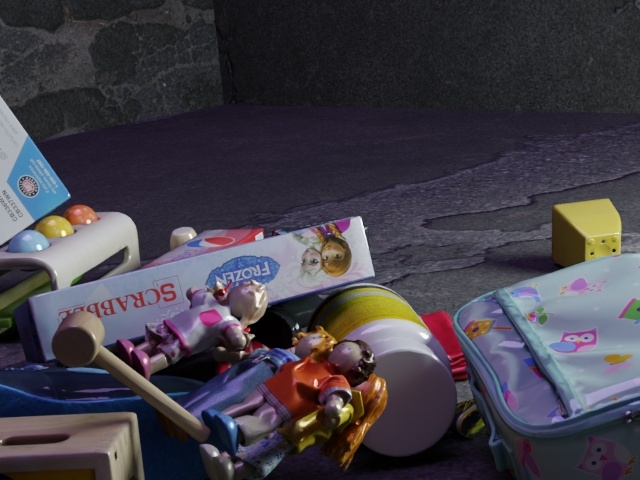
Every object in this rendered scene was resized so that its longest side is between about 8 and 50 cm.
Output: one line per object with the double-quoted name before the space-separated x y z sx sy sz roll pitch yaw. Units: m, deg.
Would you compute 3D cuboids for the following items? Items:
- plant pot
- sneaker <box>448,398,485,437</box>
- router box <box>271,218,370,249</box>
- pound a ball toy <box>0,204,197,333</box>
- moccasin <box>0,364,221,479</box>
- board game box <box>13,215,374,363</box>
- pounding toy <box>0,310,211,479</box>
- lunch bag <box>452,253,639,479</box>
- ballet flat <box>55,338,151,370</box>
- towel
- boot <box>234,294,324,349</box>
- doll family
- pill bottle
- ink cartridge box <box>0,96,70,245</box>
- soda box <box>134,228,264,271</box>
"plant pot" 0.356 0.000 1.774 0.081 0.081 0.083 -7 22 -8
"sneaker" 0.144 0.156 1.251 0.035 0.031 0.083 5 16 41
"router box" 0.000 0.000 2.014 0.122 0.038 0.092 -11 14 -25
"pound a ball toy" -0.303 0.026 1.800 0.208 0.136 0.319 -2 13 15
"moccasin" -0.242 0.175 1.174 0.342 0.138 0.117 6 5 -16
"board game box" -0.143 0.055 1.372 0.318 0.066 0.318 -14 -1 -15
"pounding toy" -0.173 0.161 0.957 0.181 0.206 0.094 -4 13 7
"lunch bag" 0.233 0.112 1.129 0.224 0.108 0.279 -14 20 -3
"ballet flat" -0.214 0.120 1.536 0.188 0.070 0.070 -10 13 -12
"towel" 0.021 0.123 1.464 0.275 0.031 0.199 -6 11 -3
"boot" -0.030 0.088 1.495 0.099 0.045 0.121 -13 8 -36
"doll family" -0.042 0.122 1.099 0.163 0.118 0.263 -25 27 -24
"pill bottle" 0.056 0.119 1.256 0.119 0.119 0.208 -7 12 -7
"ink cartridge box" -0.513 -0.055 1.821 0.270 0.198 0.197 -37 8 -16
"soda box" -0.154 0.052 1.739 0.092 0.083 0.263 -1 12 18
